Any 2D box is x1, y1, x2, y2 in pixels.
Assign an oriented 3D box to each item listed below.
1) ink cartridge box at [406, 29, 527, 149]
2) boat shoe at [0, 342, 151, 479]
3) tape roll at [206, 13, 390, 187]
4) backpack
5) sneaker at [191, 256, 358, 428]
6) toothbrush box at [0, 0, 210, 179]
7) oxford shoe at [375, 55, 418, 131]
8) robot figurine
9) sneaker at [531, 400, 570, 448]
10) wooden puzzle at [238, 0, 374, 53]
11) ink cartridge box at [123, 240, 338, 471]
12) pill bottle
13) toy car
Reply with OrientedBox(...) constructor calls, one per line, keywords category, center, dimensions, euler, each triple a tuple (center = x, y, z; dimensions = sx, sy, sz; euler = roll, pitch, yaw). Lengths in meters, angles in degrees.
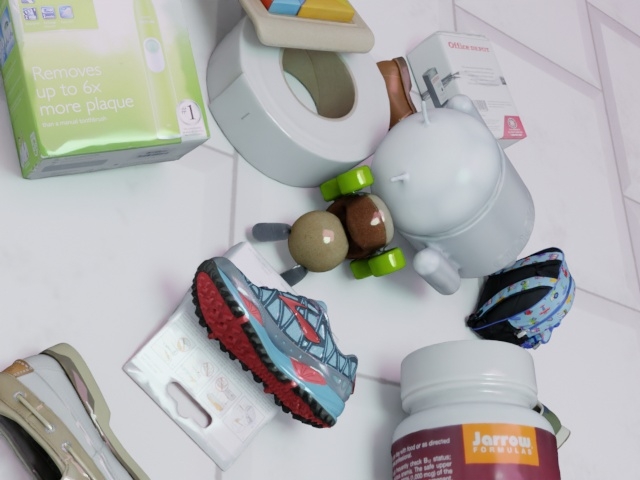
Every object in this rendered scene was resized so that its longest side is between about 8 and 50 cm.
OrientedBox(category="ink cartridge box", center=(0.272, -0.272, 1.582), dimensions=(0.158, 0.092, 0.218), euler=(-6, 74, -42))
OrientedBox(category="boat shoe", center=(-0.245, 0.257, 0.871), dimensions=(0.103, 0.113, 0.302), euler=(-23, 73, -43))
OrientedBox(category="tape roll", center=(-0.030, -0.227, 1.299), dimensions=(0.286, 0.100, 0.286), euler=(19, 58, -33))
OrientedBox(category="backpack", center=(0.350, 0.097, 1.401), dimensions=(0.117, 0.173, 0.158), euler=(43, 47, -15))
OrientedBox(category="sneaker", center=(-0.052, 0.108, 1.054), dimensions=(0.262, 0.104, 0.125), euler=(52, 53, -18))
OrientedBox(category="toothbrush box", center=(-0.273, -0.233, 1.022), dimensions=(0.206, 0.122, 0.283), euler=(-10, 86, -30))
OrientedBox(category="oxford shoe", center=(0.129, -0.210, 1.460), dimensions=(0.076, 0.076, 0.212), euler=(-12, 77, -12))
OrientedBox(category="robot figurine", center=(0.203, -0.070, 1.299), dimensions=(0.353, 0.199, 0.300), euler=(38, 57, -52))
OrientedBox(category="sneaker", center=(0.307, 0.311, 1.295), dimensions=(0.192, 0.064, 0.086), euler=(-32, 83, -45))
OrientedBox(category="wooden puzzle", center=(-0.045, -0.383, 1.269), dimensions=(0.221, 0.044, 0.239), euler=(-5, 57, -39))
OrientedBox(category="ink cartridge box", center=(-0.114, 0.143, 1.088), dimensions=(0.189, 0.066, 0.232), euler=(48, 67, -10))
OrientedBox(category="pill bottle", center=(0.207, 0.346, 1.117), dimensions=(0.224, 0.224, 0.392), euler=(19, 58, -32))
OrientedBox(category="toy car", center=(0.000, 0.000, 1.213), dimensions=(0.188, 0.149, 0.155), euler=(-22, 92, -19))
